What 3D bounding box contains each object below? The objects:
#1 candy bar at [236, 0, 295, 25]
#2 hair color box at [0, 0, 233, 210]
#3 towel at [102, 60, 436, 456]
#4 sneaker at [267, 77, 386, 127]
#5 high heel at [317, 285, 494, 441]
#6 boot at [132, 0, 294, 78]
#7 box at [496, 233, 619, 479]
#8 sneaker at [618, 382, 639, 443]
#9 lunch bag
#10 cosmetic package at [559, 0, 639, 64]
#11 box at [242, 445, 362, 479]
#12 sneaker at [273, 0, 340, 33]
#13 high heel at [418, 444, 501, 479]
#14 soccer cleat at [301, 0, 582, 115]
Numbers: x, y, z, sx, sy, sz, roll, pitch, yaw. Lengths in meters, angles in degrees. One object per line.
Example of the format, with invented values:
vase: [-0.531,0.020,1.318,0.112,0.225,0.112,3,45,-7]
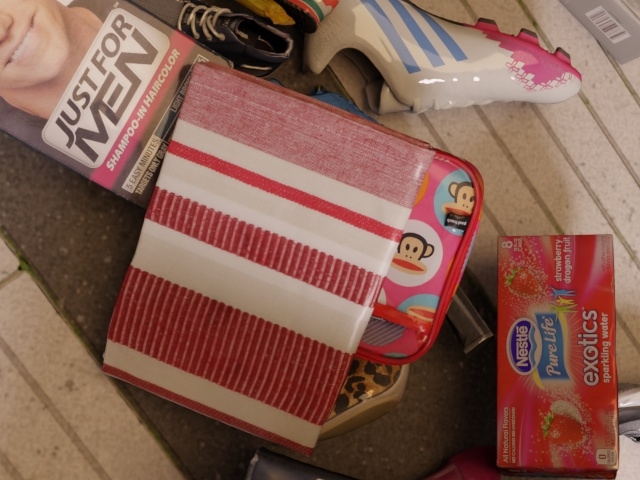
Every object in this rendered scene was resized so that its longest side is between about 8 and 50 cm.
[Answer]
candy bar: [-0.094,-0.269,1.148,0.161,0.018,0.040,37,28,24]
hair color box: [-0.279,-0.188,1.056,0.347,0.105,0.173,29,91,-15]
towel: [-0.058,0.020,1.037,0.237,0.037,0.329,22,105,5]
sneaker: [0.030,-0.129,1.204,0.209,0.069,0.082,11,82,-18]
high heel: [0.035,0.098,1.199,0.261,0.093,0.186,-31,69,-5]
boot: [-0.122,-0.230,1.148,0.190,0.086,0.069,17,79,-18]
box: [0.260,0.129,1.192,0.128,0.122,0.256,-1,73,14]
sneaker: [0.414,0.243,1.290,0.269,0.101,0.153,-2,83,-23]
lunch bag: [0.000,0.000,1.102,0.293,0.120,0.258,19,100,7]
cosmetic package: [0.422,-0.350,1.354,0.127,0.107,0.238,41,76,-9]
box: [0.093,0.484,0.989,0.472,0.297,0.479,16,79,2]
sneaker: [-0.040,-0.289,1.170,0.161,0.057,0.075,38,77,27]
high heel: [0.191,0.356,1.216,0.117,0.082,0.244,-21,84,-22]
soccer cleat: [0.133,-0.192,1.236,0.331,0.116,0.143,18,88,-12]
